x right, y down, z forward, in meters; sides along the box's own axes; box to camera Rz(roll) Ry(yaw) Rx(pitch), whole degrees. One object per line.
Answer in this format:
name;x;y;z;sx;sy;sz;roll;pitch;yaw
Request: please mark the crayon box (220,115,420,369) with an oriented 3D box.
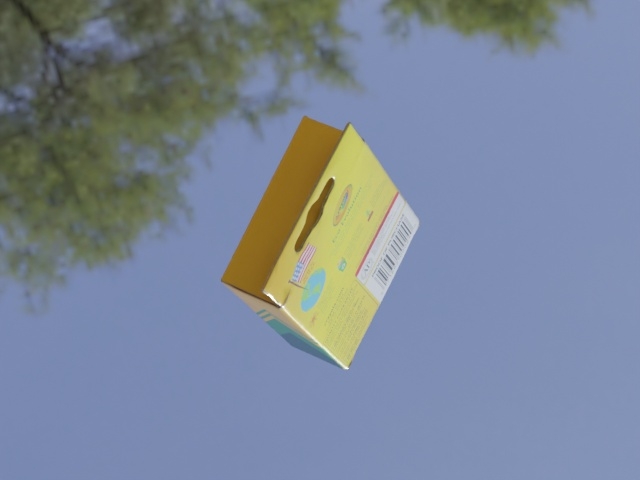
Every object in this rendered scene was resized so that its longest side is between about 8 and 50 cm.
crayon box;0.000;0.000;1.913;0.081;0.318;0.202;23;-101;21
